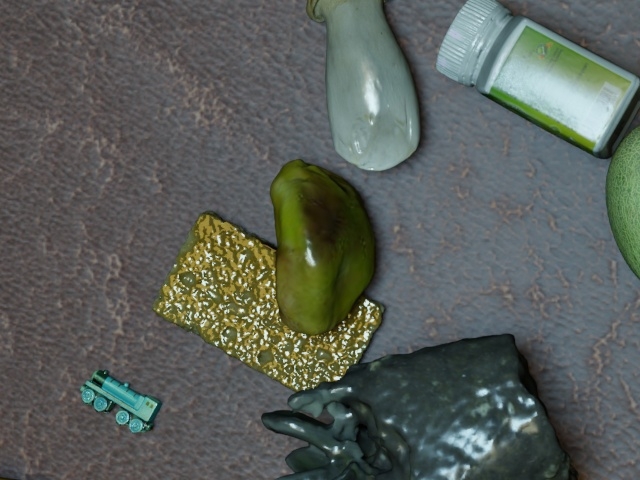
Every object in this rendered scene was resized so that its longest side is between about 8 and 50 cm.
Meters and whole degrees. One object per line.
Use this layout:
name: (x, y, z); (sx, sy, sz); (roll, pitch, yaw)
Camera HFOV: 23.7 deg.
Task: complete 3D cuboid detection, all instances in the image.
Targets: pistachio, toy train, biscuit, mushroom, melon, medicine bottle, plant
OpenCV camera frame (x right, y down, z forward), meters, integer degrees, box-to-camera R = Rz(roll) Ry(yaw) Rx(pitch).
pistachio: (0.003, 0.002, 1.544); (0.110, 0.100, 0.189); (8, 62, -21)
toy train: (-0.217, 0.173, 1.649); (0.092, 0.029, 0.045); (30, 89, 13)
biscuit: (-0.055, 0.072, 1.608); (0.231, 0.025, 0.131); (29, 96, 11)
mushroom: (0.045, -0.174, 1.555); (0.097, 0.088, 0.213); (-25, 77, 45)
melon: (0.341, -0.040, 1.453); (0.139, 0.139, 0.192); (-7, 90, 14)
medicine bottle: (0.214, -0.160, 1.487); (0.188, 0.132, 0.088); (30, 98, 13)
plant: (0.096, 0.212, 1.474); (0.276, 0.199, 0.188); (-20, 58, 7)

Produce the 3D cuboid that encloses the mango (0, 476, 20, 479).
mango: (-0.340, 0.288, 1.654); (0.127, 0.077, 0.063); (10, 68, 0)
